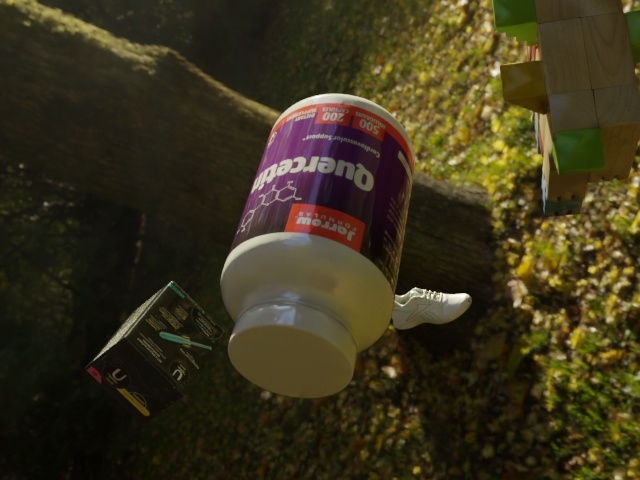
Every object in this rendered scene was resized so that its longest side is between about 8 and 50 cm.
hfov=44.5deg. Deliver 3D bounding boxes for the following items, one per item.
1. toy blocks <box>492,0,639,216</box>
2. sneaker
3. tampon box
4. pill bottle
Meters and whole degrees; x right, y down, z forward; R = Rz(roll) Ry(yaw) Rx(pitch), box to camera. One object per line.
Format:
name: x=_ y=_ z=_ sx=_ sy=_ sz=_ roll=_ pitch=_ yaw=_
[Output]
toy blocks: x=0.325 y=-0.208 z=1.007 sx=0.261 sy=0.190 sz=0.382 roll=58 pitch=-150 yaw=-65
sneaker: x=0.187 y=0.113 z=1.363 sx=0.152 sy=0.061 sz=0.054 roll=-15 pitch=24 yaw=25
tampon box: x=-0.240 y=0.162 z=1.151 sx=0.101 sy=0.120 sz=0.161 roll=-37 pitch=12 yaw=29
pill bottle: x=0.000 y=0.000 z=0.854 sx=0.181 sy=0.181 sz=0.323 roll=-50 pitch=19 yaw=46
